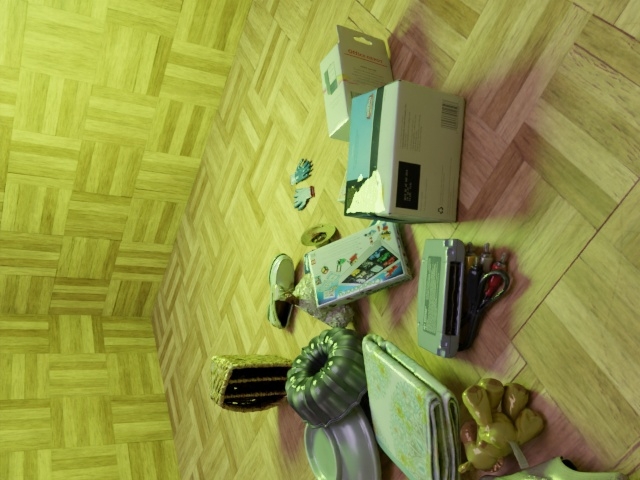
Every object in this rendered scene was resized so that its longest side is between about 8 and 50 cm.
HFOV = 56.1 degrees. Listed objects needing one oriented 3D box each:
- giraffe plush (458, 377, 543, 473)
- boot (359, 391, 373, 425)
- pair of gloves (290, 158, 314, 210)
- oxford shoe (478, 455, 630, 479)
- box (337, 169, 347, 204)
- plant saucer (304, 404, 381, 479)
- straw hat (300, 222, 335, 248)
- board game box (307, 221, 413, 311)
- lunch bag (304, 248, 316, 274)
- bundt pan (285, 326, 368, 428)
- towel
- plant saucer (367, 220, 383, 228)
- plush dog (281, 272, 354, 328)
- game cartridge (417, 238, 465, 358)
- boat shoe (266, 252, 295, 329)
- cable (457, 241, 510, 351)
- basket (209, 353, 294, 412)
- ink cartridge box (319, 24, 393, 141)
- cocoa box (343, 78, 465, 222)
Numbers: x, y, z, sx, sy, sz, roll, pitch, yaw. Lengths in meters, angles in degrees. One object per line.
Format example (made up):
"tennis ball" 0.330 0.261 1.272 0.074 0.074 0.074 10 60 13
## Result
"giraffe plush" 0.378 0.435 1.332 0.170 0.181 0.210 110 167 -45
"boot" 0.156 0.433 1.805 0.190 0.076 0.208 52 137 34
"pair of gloves" -0.073 -0.223 2.376 0.159 0.023 0.198 -29 61 53
"oxford shoe" 0.468 0.519 1.227 0.146 0.140 0.397 -60 17 -22
"box" 0.156 -0.160 1.854 0.203 0.103 0.114 -2 68 61
"plant saucer" 0.040 0.650 1.868 0.400 0.100 0.400 22 116 58
"straw hat" 0.000 0.000 2.161 0.144 0.144 0.061 36 154 57
"board game box" 0.113 0.075 1.820 0.305 0.053 0.193 -23 61 23
"lunch bag" -0.016 0.078 2.176 0.065 0.067 0.098 -29 59 55
"bundt pan" 0.016 0.401 1.841 0.331 0.124 0.331 -39 23 20
"towel" 0.230 0.450 1.545 0.374 0.090 0.320 -149 50 -62
"plant saucer" 0.188 -0.045 1.889 0.192 0.018 0.067 -54 41 40
"plush dog" 0.008 0.139 1.990 0.225 0.210 0.262 -60 33 -4
"game cartridge" 0.306 0.141 1.555 0.196 0.060 0.294 -177 91 -76
"boat shoe" -0.143 0.202 2.346 0.103 0.113 0.302 36 126 55
"cable" 0.397 0.151 1.479 0.139 0.072 0.287 23 118 42
"basket" -0.250 0.548 2.268 0.223 0.299 0.213 -2 83 60
"ink cartridge box" 0.120 -0.483 1.892 0.119 0.207 0.353 -35 54 51
"cocoa box" 0.223 -0.225 1.641 0.228 0.231 0.347 0 85 61
